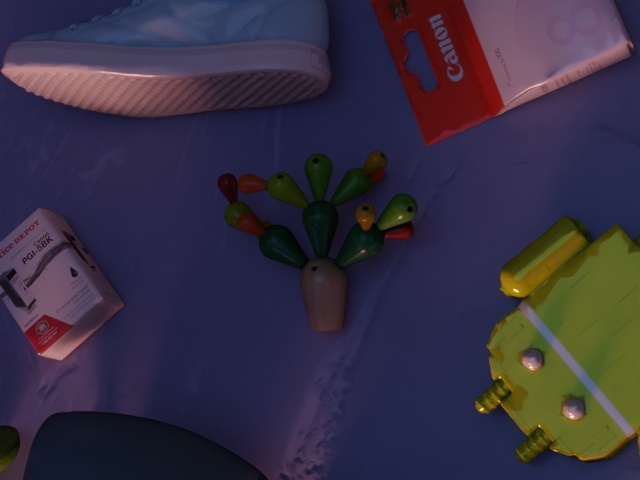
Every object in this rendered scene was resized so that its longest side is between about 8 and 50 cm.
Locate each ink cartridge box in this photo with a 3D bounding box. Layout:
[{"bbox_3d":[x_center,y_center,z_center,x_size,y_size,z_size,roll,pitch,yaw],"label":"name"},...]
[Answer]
[{"bbox_3d":[-0.296,0.047,1.659,0.099,0.056,0.135,-41,70,8],"label":"ink cartridge box"},{"bbox_3d":[0.179,-0.228,1.557,0.232,0.066,0.189,-22,73,9],"label":"ink cartridge box"}]

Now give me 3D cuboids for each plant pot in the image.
[{"bbox_3d":[-0.143,0.299,1.442,0.195,0.290,0.290,-7,76,9],"label":"plant pot"}]

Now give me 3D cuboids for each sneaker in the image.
[{"bbox_3d":[-0.162,-0.224,1.642,0.366,0.135,0.150,1,71,10],"label":"sneaker"}]

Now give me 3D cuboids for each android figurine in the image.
[{"bbox_3d":[0.274,0.100,1.455,0.273,0.056,0.248,-39,70,6],"label":"android figurine"}]

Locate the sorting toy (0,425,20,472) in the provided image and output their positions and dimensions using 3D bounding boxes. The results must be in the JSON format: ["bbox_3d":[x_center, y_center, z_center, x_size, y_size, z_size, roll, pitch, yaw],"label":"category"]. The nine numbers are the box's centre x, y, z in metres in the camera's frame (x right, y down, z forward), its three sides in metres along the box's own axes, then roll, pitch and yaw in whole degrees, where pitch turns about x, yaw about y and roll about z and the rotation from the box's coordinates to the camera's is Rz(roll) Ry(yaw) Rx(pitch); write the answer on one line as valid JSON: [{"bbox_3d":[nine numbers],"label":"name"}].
[{"bbox_3d":[-0.390,0.285,1.637,0.366,0.127,0.126,-14,104,13],"label":"sorting toy"}]

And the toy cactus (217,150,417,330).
[{"bbox_3d":[0.000,0.000,1.559,0.219,0.112,0.180,-2,97,16],"label":"toy cactus"}]
